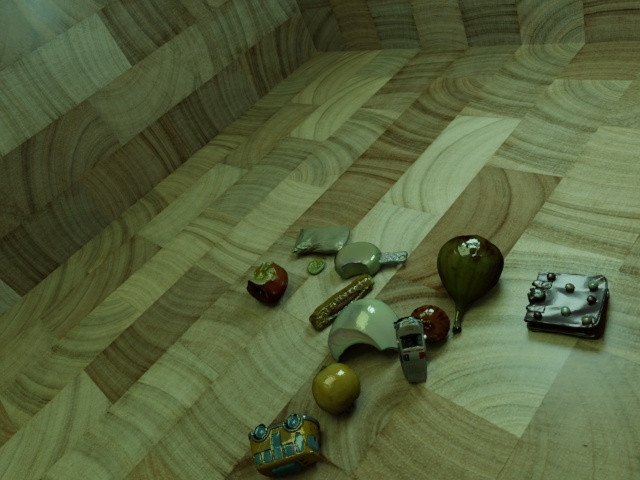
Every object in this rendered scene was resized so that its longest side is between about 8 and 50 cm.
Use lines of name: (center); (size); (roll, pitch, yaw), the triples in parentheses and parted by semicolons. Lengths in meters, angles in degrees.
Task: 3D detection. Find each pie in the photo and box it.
pie: (-0.016, 0.106, 2.090); (0.084, 0.021, 0.084); (-20, 39, 17)

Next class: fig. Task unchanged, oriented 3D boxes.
fig: (0.337, 0.264, 1.616); (0.128, 0.128, 0.150); (-43, 11, -19)
fig: (0.460, 0.142, 1.645); (0.217, 0.217, 0.320); (9, 73, 39)

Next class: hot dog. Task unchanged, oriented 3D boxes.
hot dog: (0.077, 0.219, 1.865); (0.289, 0.068, 0.083); (-38, 31, -11)

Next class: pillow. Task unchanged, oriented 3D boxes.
pillow: (0.000, 0.000, 2.166); (0.270, 0.067, 0.173); (-3, 38, 29)

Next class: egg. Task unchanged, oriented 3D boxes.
egg: (0.138, 0.276, 1.680); (0.271, 0.161, 0.206); (-6, 44, 25)

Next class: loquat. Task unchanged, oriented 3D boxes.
loquat: (0.048, 0.452, 1.548); (0.137, 0.163, 0.163); (-41, 16, 53)

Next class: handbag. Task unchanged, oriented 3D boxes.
handbag: (0.724, 0.182, 1.498); (0.216, 0.074, 0.203); (5, 48, 36)

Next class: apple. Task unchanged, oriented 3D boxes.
apple: (-0.204, 0.168, 2.040); (0.156, 0.147, 0.158); (-38, 11, 46)

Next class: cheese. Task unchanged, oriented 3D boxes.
cheese: (0.194, 0.072, 1.949); (0.287, 0.082, 0.163); (-3, 45, 28)

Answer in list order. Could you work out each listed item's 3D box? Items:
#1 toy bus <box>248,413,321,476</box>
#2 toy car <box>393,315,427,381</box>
toy bus: (-0.099, 0.605, 1.482); (0.210, 0.126, 0.136); (-21, 46, 9)
toy car: (0.272, 0.321, 1.506); (0.090, 0.209, 0.108); (-8, 38, 7)
